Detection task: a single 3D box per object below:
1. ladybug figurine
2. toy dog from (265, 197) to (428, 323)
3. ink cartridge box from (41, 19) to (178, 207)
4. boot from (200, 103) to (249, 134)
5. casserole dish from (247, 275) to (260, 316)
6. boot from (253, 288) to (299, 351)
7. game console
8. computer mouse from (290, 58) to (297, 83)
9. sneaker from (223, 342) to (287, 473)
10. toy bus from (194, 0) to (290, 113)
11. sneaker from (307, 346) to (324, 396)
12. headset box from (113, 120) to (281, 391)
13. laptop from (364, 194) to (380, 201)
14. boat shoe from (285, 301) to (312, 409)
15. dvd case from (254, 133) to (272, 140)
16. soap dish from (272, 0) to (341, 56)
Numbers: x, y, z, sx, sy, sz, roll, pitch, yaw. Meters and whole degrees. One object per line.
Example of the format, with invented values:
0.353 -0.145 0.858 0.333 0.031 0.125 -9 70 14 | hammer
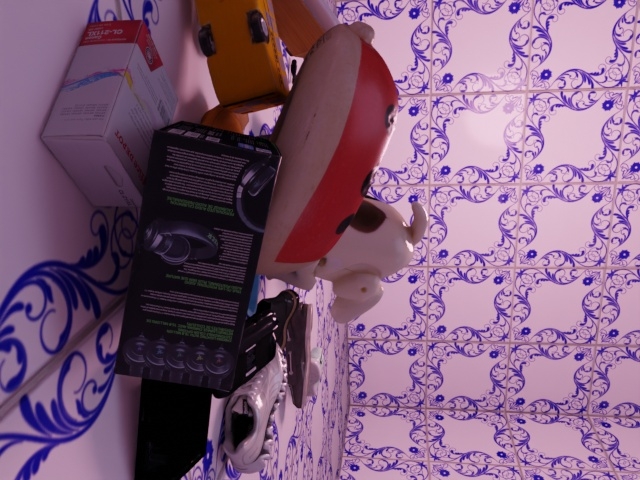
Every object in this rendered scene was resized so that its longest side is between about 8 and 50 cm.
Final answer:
-0.006 -0.123 0.925 0.305 0.162 0.449 -85 -161 -55 | ladybug figurine
0.014 -0.020 1.382 0.408 0.395 0.284 33 51 -35 | toy dog
-0.232 -0.143 0.660 0.127 0.072 0.175 80 13 -58 | ink cartridge box
-0.168 -0.101 1.069 0.211 0.104 0.295 -71 155 -51 | boot
-0.162 0.074 1.270 0.114 0.037 0.188 70 21 -67 | casserole dish
-0.132 0.211 1.366 0.137 0.077 0.197 -4 113 -65 | boot
-0.159 0.216 0.907 0.361 0.044 0.213 -25 127 -65 | game console
-0.089 -0.468 1.796 0.071 0.041 0.242 93 -5 -60 | computer mouse
-0.142 0.328 1.215 0.118 0.110 0.292 63 26 -53 | sneaker
-0.141 -0.392 0.961 0.130 0.108 0.332 -14 92 -76 | toy bus
-0.035 0.408 1.934 0.256 0.094 0.151 95 6 -56 | sneaker
-0.144 0.010 0.701 0.246 0.131 0.283 -120 -138 -75 | headset box
0.014 -0.174 1.567 0.234 0.264 0.136 -33 -143 65 | laptop
-0.078 0.343 1.738 0.112 0.096 0.335 -63 157 -78 | boat shoe
-0.053 -0.176 1.261 0.221 0.165 0.018 53 -34 40 | dvd case
-0.073 -0.516 1.220 0.290 0.118 0.229 52 16 -9 | soap dish
